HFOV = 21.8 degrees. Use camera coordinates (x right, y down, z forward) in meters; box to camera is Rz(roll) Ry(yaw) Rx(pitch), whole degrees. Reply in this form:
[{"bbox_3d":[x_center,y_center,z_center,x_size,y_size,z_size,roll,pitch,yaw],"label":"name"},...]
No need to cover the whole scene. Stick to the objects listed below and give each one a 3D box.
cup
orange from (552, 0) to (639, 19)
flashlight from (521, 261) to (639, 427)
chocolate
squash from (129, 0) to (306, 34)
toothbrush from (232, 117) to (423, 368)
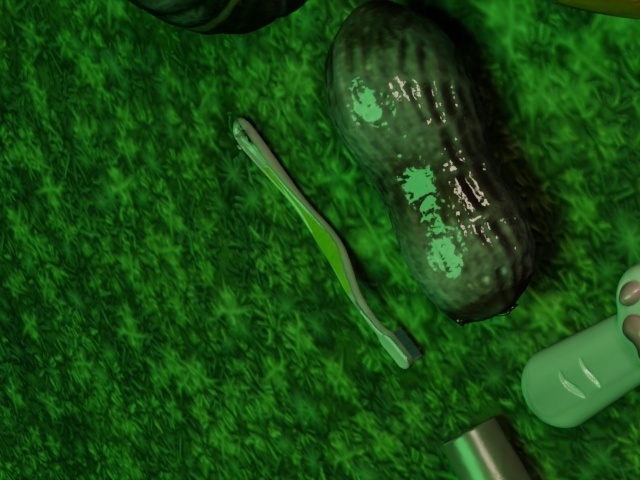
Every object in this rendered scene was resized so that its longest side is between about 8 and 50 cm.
[{"bbox_3d":[0.140,0.186,1.326,0.054,0.075,0.083,-30,83,18],"label":"cup"},{"bbox_3d":[0.156,-0.232,0.861,0.246,0.246,0.246,30,133,38],"label":"orange"},{"bbox_3d":[0.205,0.081,1.168,0.093,0.047,0.200,58,144,6],"label":"flashlight"},{"bbox_3d":[0.079,-0.055,1.192,0.110,0.110,0.248,-27,90,55],"label":"chocolate"},{"bbox_3d":[-0.073,-0.252,1.169,0.172,0.218,0.218,-112,24,-44],"label":"squash"},{"bbox_3d":[0.000,0.000,1.393,0.263,0.026,0.022,53,137,14],"label":"toothbrush"}]
